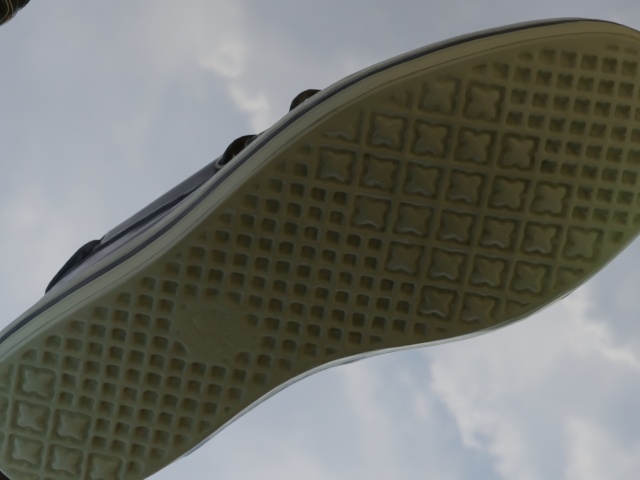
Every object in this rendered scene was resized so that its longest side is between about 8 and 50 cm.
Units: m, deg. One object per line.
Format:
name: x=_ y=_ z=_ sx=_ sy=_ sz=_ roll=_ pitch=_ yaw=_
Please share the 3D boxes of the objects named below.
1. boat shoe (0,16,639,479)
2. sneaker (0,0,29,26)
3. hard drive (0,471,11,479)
boat shoe: x=0.000 y=0.000 z=1.150 sx=0.187 sy=0.500 sz=0.156 roll=56 pitch=-162 yaw=-16
sneaker: x=-0.205 y=-0.175 z=0.896 sx=0.077 sy=0.072 sz=0.178 roll=-32 pitch=-83 yaw=-40
hard drive: x=-0.272 y=0.278 z=1.485 sx=0.054 sy=0.172 sz=0.255 roll=17 pitch=-127 yaw=3
